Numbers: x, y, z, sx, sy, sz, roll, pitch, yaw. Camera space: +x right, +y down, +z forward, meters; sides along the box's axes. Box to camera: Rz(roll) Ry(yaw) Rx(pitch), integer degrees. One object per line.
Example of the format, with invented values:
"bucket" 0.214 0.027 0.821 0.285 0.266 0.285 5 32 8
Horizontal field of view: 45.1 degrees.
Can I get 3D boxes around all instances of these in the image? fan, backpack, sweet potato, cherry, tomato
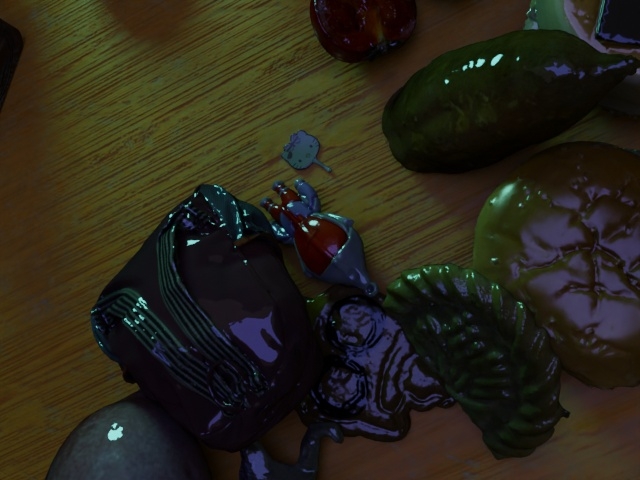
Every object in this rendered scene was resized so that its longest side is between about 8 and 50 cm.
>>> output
"fan" -0.017 -0.124 1.127 0.083 0.004 0.056 34 89 17
"backpack" -0.144 0.114 0.997 0.283 0.197 0.317 -48 53 12
"sweet potato" 0.214 -0.177 0.954 0.158 0.370 0.157 4 81 -26
"cherry" -0.257 0.325 1.006 0.240 0.206 0.239 2 95 25
"tomato" 0.054 -0.314 1.101 0.159 0.091 0.139 -23 85 -19

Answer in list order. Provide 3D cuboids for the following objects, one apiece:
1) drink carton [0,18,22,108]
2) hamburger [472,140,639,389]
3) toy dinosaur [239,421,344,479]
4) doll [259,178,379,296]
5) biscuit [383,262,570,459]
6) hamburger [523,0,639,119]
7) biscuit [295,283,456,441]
"drink carton" -0.621 -0.299 1.219 0.190 0.191 0.185 20 88 22
"hamburger" 0.337 0.015 0.941 0.319 0.158 0.318 -2 79 12
"toy dinosaur" -0.036 0.366 1.007 0.162 0.077 0.294 -16 74 26
"doll" 0.000 0.000 1.066 0.227 0.075 0.102 41 106 26
"biscuit" 0.194 0.133 0.933 0.273 0.036 0.187 53 137 11
"hamburger" 0.414 -0.298 0.968 0.302 0.170 0.301 -1 84 11
"biscuit" 0.046 0.166 1.046 0.291 0.041 0.208 14 85 16
